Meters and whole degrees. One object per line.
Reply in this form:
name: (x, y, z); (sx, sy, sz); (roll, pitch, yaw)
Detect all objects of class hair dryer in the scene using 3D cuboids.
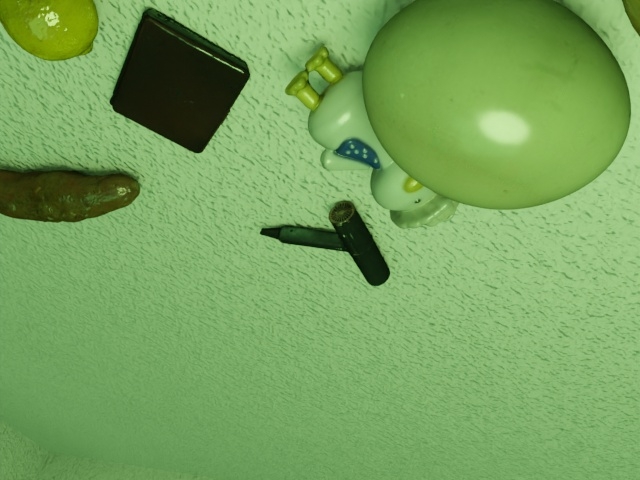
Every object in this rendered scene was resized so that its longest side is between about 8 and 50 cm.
hair dryer: (0.001, 0.009, 1.157); (0.195, 0.050, 0.173); (0, 141, 31)

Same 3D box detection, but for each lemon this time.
lemon: (-0.328, -0.275, 0.849); (0.109, 0.109, 0.133); (-5, 145, 30)

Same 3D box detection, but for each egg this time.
egg: (0.173, -0.143, 0.714); (0.269, 0.219, 0.219); (29, 146, 4)

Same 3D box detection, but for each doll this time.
doll: (0.079, -0.115, 0.884); (0.293, 0.138, 0.119); (42, 179, -28)

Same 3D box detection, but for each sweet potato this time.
sweet potato: (-0.464, -0.076, 1.200); (0.354, 0.095, 0.106); (7, 117, 16)

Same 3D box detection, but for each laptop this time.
laptop: (-0.196, -0.208, 0.957); (0.154, 0.026, 0.207); (26, 146, -16)

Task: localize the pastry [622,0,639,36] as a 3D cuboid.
pastry: (0.379, -0.230, 0.531); (0.284, 0.184, 0.315); (16, 146, 5)
